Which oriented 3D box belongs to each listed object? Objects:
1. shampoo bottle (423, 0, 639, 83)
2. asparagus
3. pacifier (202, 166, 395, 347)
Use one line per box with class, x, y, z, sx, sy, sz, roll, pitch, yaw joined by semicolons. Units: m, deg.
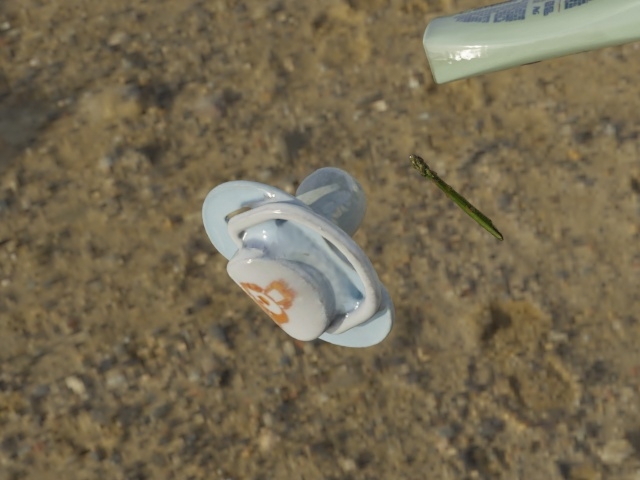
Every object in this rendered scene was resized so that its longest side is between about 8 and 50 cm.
shampoo bottle;0.302;-0.256;1.581;0.360;0.078;0.134;-10;21;23
asparagus;0.138;-0.042;1.360;0.016;0.166;0.013;-6;57;44
pacifier;0.000;0.000;1.636;0.227;0.279;0.207;-22;27;48
